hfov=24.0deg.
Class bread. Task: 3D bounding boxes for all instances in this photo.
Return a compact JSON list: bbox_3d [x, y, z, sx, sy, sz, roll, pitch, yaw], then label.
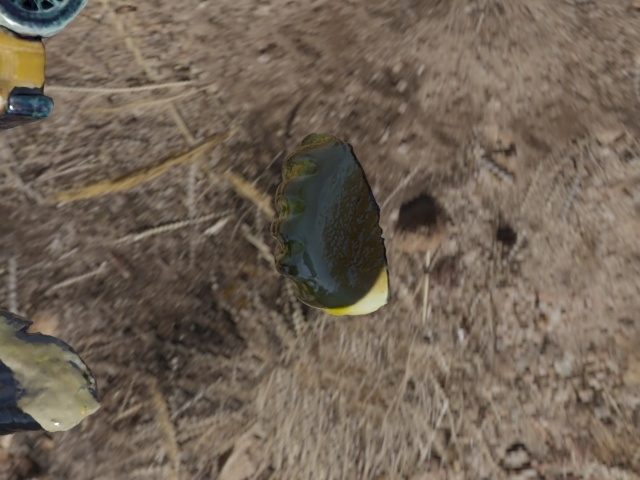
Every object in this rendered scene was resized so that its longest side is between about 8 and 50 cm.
[{"bbox_3d":[0.000,0.000,1.254,0.083,0.094,0.157,0,126,41],"label":"bread"}]

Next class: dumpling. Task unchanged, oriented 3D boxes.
[{"bbox_3d":[-0.351,0.120,1.241,0.332,0.086,0.166,-14,69,-2],"label":"dumpling"}]

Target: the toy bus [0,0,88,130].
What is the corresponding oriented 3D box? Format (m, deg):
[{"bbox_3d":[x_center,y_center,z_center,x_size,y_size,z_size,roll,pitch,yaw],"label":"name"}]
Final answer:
[{"bbox_3d":[-0.138,-0.140,0.489,0.114,0.098,0.201,4,88,-26],"label":"toy bus"}]
